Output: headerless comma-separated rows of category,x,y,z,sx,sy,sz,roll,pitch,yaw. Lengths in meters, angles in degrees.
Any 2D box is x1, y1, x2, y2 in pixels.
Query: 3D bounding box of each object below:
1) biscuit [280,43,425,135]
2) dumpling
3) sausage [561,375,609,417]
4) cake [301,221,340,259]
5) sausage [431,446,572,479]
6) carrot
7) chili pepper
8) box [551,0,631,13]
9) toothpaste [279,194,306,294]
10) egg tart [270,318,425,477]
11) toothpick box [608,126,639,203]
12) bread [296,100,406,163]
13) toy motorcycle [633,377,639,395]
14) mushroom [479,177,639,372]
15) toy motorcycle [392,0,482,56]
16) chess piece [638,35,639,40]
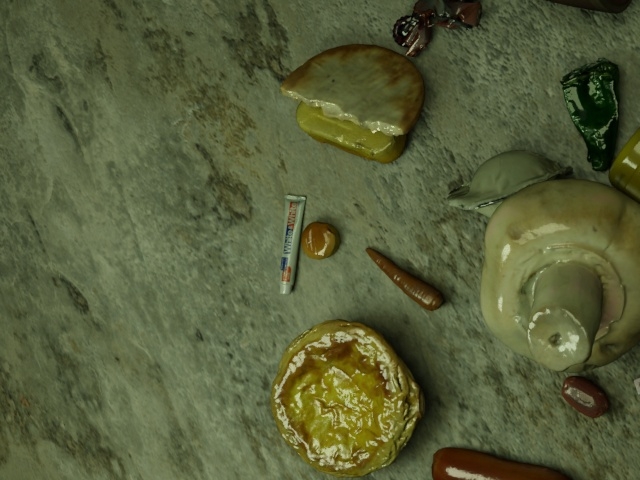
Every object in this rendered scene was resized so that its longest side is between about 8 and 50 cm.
biscuit,0.089,-0.321,2.031,0.309,0.040,0.204,23,63,27
dumpling,0.355,-0.094,1.868,0.247,0.172,0.142,-16,95,24
sausage,0.496,0.293,1.844,0.094,0.054,0.059,37,104,24
cake,0.000,0.000,2.117,0.084,0.044,0.084,-1,89,29
sausage,0.348,0.466,1.898,0.300,0.083,0.089,7,103,28
carrot,0.168,0.076,2.031,0.216,0.048,0.048,37,105,28
chili pepper,0.516,-0.237,1.852,0.108,0.062,0.216,-5,86,33
box,0.450,-0.561,1.772,0.216,0.301,0.301,15,95,31
toothpaste,-0.067,0.009,2.160,0.052,0.033,0.218,4,86,23
egg tart,0.057,0.325,2.029,0.341,0.129,0.341,-1,89,26
toothpick box,0.658,-0.093,1.711,0.271,0.175,0.175,41,106,19
bread,0.065,-0.238,2.067,0.245,0.094,0.102,21,88,26
toy motorcycle,0.648,0.211,1.690,0.239,0.204,0.108,-39,55,16
mushroom,0.421,0.067,1.737,0.353,0.353,0.325,-45,66,19
toy motorcycle,0.242,-0.447,1.988,0.212,0.084,0.118,-35,74,30
chess piece,0.613,-0.342,1.821,0.035,0.035,0.092,-26,73,24
